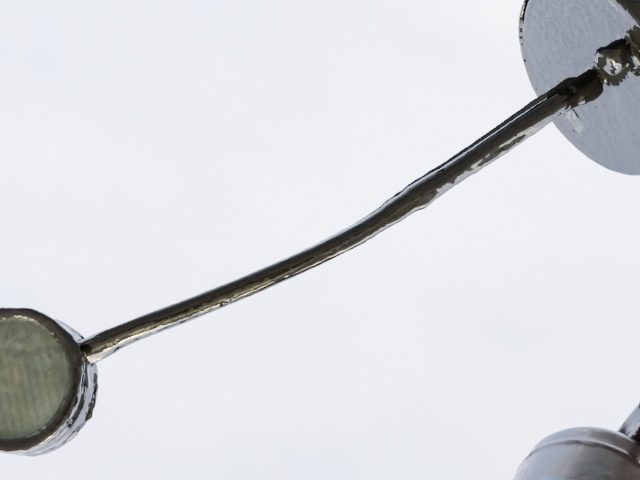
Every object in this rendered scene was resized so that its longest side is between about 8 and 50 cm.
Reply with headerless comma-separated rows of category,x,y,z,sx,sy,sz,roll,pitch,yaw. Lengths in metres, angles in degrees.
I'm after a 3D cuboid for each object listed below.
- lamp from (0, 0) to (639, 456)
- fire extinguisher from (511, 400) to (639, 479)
lamp,0.008,0.005,0.606,0.371,0.108,0.130,-37,-104,1
fire extinguisher,0.124,0.179,0.652,0.105,0.141,0.341,44,-141,2
